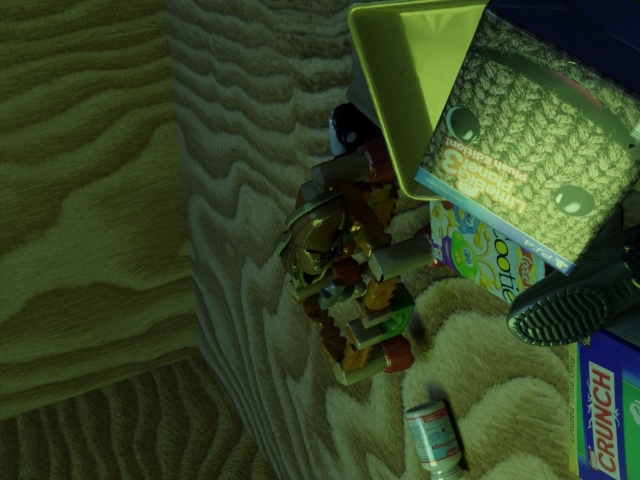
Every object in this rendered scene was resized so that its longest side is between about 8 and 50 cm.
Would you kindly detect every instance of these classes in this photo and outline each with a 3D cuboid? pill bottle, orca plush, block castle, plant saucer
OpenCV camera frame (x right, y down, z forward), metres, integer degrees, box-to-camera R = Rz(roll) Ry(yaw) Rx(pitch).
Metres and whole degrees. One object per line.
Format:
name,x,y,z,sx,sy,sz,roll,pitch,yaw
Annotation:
pill bottle,0.237,0.416,1.918,0.087,0.087,0.160,-26,82,67
orca plush,0.087,-0.169,1.837,0.102,0.151,0.287,15,147,15
block castle,0.104,0.045,1.810,0.303,0.213,0.453,57,153,29
plant saucer,0.237,-0.204,1.258,0.332,0.081,0.333,2,133,29

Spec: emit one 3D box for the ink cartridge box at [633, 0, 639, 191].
ink cartridge box,0.459,-0.148,1.034,0.296,0.066,0.261,36,137,55

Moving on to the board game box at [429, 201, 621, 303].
board game box,0.300,-0.008,1.401,0.275,0.144,0.142,34,137,56

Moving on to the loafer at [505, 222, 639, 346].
loafer,0.360,0.056,1.236,0.094,0.251,0.087,58,-170,-28

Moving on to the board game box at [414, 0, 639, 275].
board game box,0.272,-0.140,1.085,0.232,0.141,0.291,33,145,13

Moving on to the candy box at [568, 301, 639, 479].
candy box,0.470,0.248,1.219,0.317,0.122,0.268,34,136,59

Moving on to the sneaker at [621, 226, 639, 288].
sneaker,0.512,0.090,1.051,0.343,0.134,0.146,39,177,43

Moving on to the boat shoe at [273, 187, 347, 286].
boat shoe,0.000,0.000,1.621,0.104,0.110,0.307,63,165,10

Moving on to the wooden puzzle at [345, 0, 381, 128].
wooden puzzle,0.129,-0.371,1.591,0.322,0.080,0.348,-128,34,-58
